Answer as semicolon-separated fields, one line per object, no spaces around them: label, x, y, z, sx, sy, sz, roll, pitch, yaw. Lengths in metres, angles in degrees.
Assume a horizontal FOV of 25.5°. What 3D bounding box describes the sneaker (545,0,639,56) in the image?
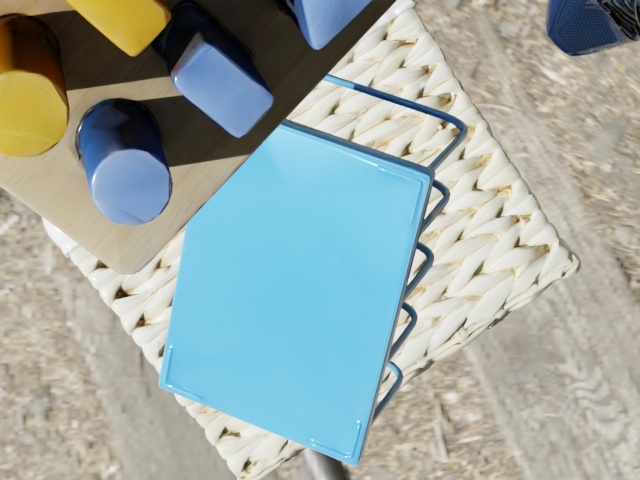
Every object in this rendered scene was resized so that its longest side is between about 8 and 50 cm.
sneaker;0.316;-0.236;1.314;0.330;0.129;0.147;-23;37;58

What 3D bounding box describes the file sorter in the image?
file sorter;-0.001;0.006;0.758;0.118;0.104;0.170;20;118;14

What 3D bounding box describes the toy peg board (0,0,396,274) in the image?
toy peg board;-0.048;-0.081;0.318;0.161;0.160;0.079;-46;25;9

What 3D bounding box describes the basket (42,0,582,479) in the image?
basket;0.000;0.000;1.169;0.331;0.328;0.266;-33;86;2
